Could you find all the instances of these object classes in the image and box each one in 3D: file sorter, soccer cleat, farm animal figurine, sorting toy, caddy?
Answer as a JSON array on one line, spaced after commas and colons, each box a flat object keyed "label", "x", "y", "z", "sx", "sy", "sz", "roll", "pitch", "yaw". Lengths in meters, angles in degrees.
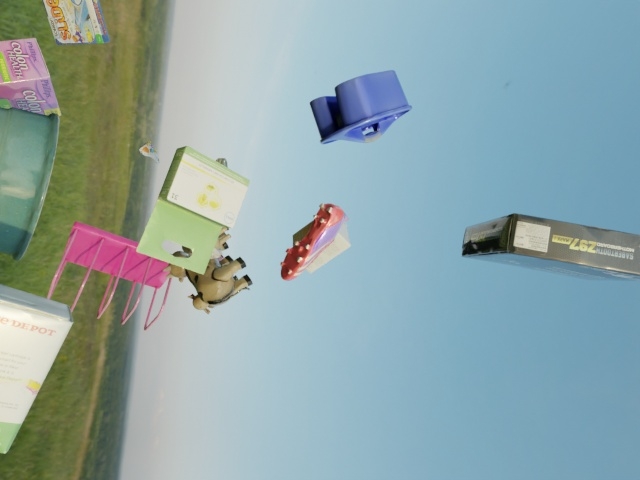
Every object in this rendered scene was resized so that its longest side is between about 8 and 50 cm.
[{"label": "file sorter", "x": -0.585, "y": 0.117, "z": 1.250, "sx": 0.202, "sy": 0.291, "sz": 0.182, "roll": -40, "pitch": -143, "yaw": 44}, {"label": "soccer cleat", "x": -0.015, "y": 0.013, "z": 1.203, "sx": 0.248, "sy": 0.095, "sz": 0.083, "roll": -57, "pitch": -140, "yaw": 2}, {"label": "farm animal figurine", "x": -0.316, "y": 0.088, "z": 1.197, "sx": 0.327, "sy": 0.172, "sz": 0.330, "roll": 26, "pitch": -37, "yaw": 53}, {"label": "sorting toy", "x": -0.577, "y": -0.297, "z": 1.516, "sx": 0.045, "sy": 0.075, "sz": 0.083, "roll": -37, "pitch": -154, "yaw": -3}, {"label": "caddy", "x": 0.130, "y": -0.390, "z": 1.374, "sx": 0.241, "sy": 0.341, "sz": 0.179, "roll": -15, "pitch": -80, "yaw": 47}]

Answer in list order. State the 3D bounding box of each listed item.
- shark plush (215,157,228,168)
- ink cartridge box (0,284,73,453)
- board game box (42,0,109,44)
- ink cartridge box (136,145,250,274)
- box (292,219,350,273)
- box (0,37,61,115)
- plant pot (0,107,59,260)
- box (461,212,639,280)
[{"label": "shark plush", "x": -0.300, "y": -0.174, "z": 1.362, "sx": 0.073, "sy": 0.067, "sz": 0.161, "roll": -35, "pitch": 125, "yaw": -58}, {"label": "ink cartridge box", "x": -0.486, "y": 0.176, "z": 0.641, "sx": 0.093, "sy": 0.154, "sz": 0.212, "roll": 21, "pitch": -96, "yaw": 56}, {"label": "board game box", "x": -0.636, "y": -0.610, "z": 1.129, "sx": 0.035, "sy": 0.136, "sz": 0.201, "roll": -77, "pitch": 166, "yaw": -58}, {"label": "ink cartridge box", "x": -0.267, "y": -0.058, "z": 0.953, "sx": 0.056, "sy": 0.171, "sz": 0.235, "roll": 5, "pitch": -107, "yaw": 46}, {"label": "box", "x": 0.000, "y": 0.000, "z": 1.440, "sx": 0.170, "sy": 0.091, "sz": 0.130, "roll": -36, "pitch": -150, "yaw": 20}, {"label": "box", "x": -0.845, "y": -0.404, "z": 1.166, "sx": 0.213, "sy": 0.243, "sz": 0.117, "roll": -29, "pitch": -97, "yaw": 63}, {"label": "plant pot", "x": -0.762, "y": -0.153, "z": 0.894, "sx": 0.341, "sy": 0.334, "sz": 0.341, "roll": -19, "pitch": -115, "yaw": 46}, {"label": "box", "x": 0.358, "y": 0.016, "z": 0.671, "sx": 0.183, "sy": 0.233, "sz": 0.059, "roll": 118, "pitch": -17, "yaw": -86}]
